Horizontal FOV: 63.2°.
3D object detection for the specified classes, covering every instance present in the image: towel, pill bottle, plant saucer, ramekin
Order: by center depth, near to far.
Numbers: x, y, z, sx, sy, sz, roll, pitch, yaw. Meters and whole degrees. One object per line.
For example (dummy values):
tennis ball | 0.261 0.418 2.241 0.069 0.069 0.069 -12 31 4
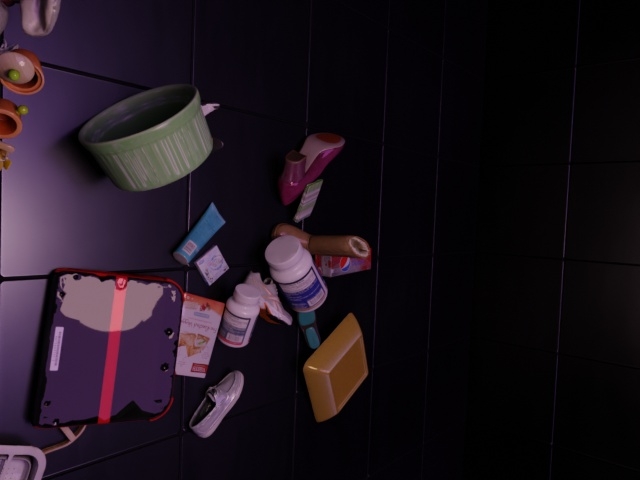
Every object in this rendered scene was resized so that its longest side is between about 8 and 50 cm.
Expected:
ramekin | -0.416 -0.252 1.285 0.303 0.303 0.148 -49 135 -35
pill bottle | -0.248 0.230 1.612 0.108 0.108 0.180 -5 124 -49
pill bottle | -0.083 0.114 1.776 0.153 0.153 0.265 -56 141 -29
towel | -0.045 -0.144 1.862 0.113 0.023 0.152 -34 150 -58
plant saucer | 0.085 0.511 2.049 0.333 0.081 0.333 -43 134 -39

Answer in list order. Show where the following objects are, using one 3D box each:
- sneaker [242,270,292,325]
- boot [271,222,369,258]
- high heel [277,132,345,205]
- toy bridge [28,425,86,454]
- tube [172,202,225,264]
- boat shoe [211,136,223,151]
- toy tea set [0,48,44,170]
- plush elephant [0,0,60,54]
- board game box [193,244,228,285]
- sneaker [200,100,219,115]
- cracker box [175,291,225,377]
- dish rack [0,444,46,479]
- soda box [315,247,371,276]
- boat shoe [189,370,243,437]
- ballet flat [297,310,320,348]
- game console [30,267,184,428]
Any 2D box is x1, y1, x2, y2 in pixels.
sneaker | -0.168 0.197 1.762 0.262 0.099 0.121 46 56 -42
boot | 0.000 0.000 1.800 0.236 0.269 0.089 21 76 -49
high heel | -0.035 -0.272 1.895 0.377 0.127 0.181 -35 147 -47
toy bridge | -0.635 0.476 1.297 0.188 0.026 0.063 -43 125 -38
tube | -0.359 -0.018 1.557 0.207 0.052 0.080 -57 137 -36
boat shoe | -0.342 -0.292 1.555 0.133 0.042 0.049 1 91 -51
toy tea set | -0.666 -0.236 0.994 0.200 0.336 0.124 19 37 -40
plush elephant | -0.652 -0.498 0.997 0.255 0.272 0.330 -49 158 5
board game box | -0.337 0.076 1.609 0.090 0.020 0.090 -45 126 -36
sneaker | -0.347 -0.389 1.547 0.109 0.040 0.044 -24 128 -42
cracker box | -0.387 0.278 1.534 0.155 0.067 0.232 25 76 -47
dish rack | -0.782 0.594 1.104 0.285 0.072 0.333 29 72 -48
soda box | 0.094 0.081 2.059 0.263 0.083 0.092 -7 99 -49
boat shoe | -0.324 0.498 1.619 0.227 0.079 0.081 -57 136 -25
ballet flat | -0.047 0.306 1.935 0.074 0.074 0.203 -34 119 -42
game console | -0.531 0.276 1.339 0.342 0.060 0.387 9 83 -34
